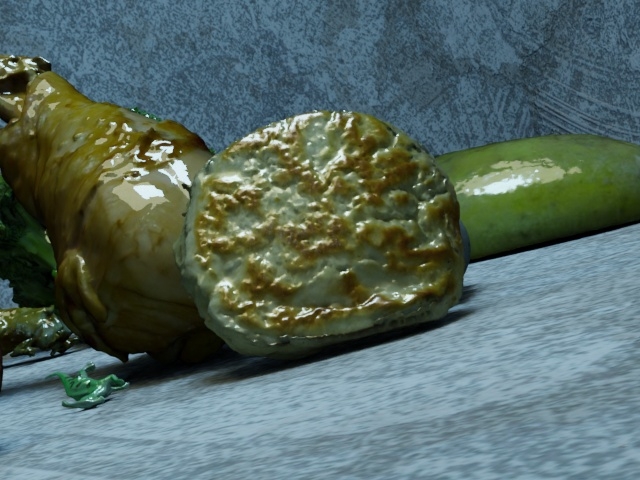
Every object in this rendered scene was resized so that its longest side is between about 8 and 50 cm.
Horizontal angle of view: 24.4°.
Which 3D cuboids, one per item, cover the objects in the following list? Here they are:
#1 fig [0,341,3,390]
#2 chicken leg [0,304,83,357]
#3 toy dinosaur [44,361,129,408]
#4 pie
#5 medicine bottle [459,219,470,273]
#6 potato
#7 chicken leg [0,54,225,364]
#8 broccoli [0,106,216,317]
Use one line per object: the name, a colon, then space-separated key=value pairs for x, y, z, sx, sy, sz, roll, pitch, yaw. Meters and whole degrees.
fig: x=-0.306 y=0.099 z=0.935 sx=0.231 sy=0.160 sz=0.143 roll=-46 pitch=18 yaw=22
chicken leg: x=-0.365 y=0.091 z=1.548 sx=0.227 sy=0.103 sz=0.088 roll=-9 pitch=-12 yaw=14
toy dinosaur: x=-0.172 y=0.107 z=1.046 sx=0.083 sy=0.021 sz=0.062 roll=-11 pitch=16 yaw=23
pie: x=0.000 y=0.000 z=1.036 sx=0.205 sy=0.179 sz=0.084 roll=-15 pitch=-27 yaw=-8
medicine bottle: x=0.078 y=0.009 z=1.168 sx=0.080 sy=0.080 sz=0.130 roll=-13 pitch=3 yaw=13
potato: x=0.237 y=-0.058 z=1.515 sx=0.255 sy=0.112 sz=0.269 roll=-12 pitch=5 yaw=26
chicken leg: x=-0.170 y=-0.022 z=1.262 sx=0.182 sy=0.409 sz=0.295 roll=-50 pitch=-32 yaw=-2
broccoli: x=-0.237 y=-0.009 z=1.635 sx=0.307 sy=0.308 sz=0.275 roll=-14 pitch=27 yaw=5
